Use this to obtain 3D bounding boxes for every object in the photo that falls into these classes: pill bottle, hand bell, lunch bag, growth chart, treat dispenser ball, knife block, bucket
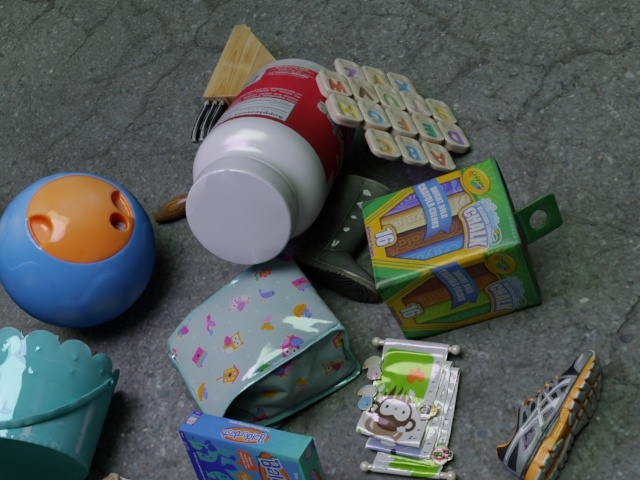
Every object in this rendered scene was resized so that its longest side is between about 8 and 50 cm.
[{"bbox_3d":[-0.083,-0.140,1.591,0.229,0.229,0.407,-9,29,20],"label":"pill bottle"},{"bbox_3d":[-0.230,-0.095,1.820,0.242,0.126,0.126,-28,46,22],"label":"hand bell"},{"bbox_3d":[-0.102,0.177,1.491,0.262,0.160,0.223,-32,48,-8],"label":"lunch bag"},{"bbox_3d":[0.133,0.252,1.406,0.172,0.021,0.237,-5,55,23],"label":"growth chart"},{"bbox_3d":[-0.448,0.017,1.693,0.288,0.288,0.288,-13,50,17],"label":"treat dispenser ball"},{"bbox_3d":[-0.192,-0.308,1.944,0.242,0.088,0.275,-34,48,-2],"label":"knife block"},{"bbox_3d":[-0.488,0.284,1.533,0.281,0.281,0.183,-10,55,20],"label":"bucket"}]

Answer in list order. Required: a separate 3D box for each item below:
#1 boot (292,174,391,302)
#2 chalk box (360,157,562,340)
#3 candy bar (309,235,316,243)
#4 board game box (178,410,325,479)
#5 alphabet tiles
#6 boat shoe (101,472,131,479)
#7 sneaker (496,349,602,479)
[{"bbox_3d":[0.067,-0.008,1.609,0.190,0.076,0.208,26,60,23],"label":"boot"},{"bbox_3d":[0.235,0.009,1.439,0.289,0.180,0.179,-18,49,14],"label":"chalk box"},{"bbox_3d":[0.000,0.000,1.670,0.040,0.018,0.161,21,67,36],"label":"candy bar"},{"bbox_3d":[-0.093,0.340,1.356,0.210,0.160,0.047,5,36,29],"label":"board game box"},{"bbox_3d":[0.131,-0.230,1.645,0.021,0.284,0.278,-58,35,36],"label":"alphabet tiles"},{"bbox_3d":[-0.256,0.442,1.391,0.302,0.113,0.103,17,70,36],"label":"boat shoe"},{"bbox_3d":[0.322,0.240,1.287,0.083,0.084,0.215,21,67,42],"label":"sneaker"}]
